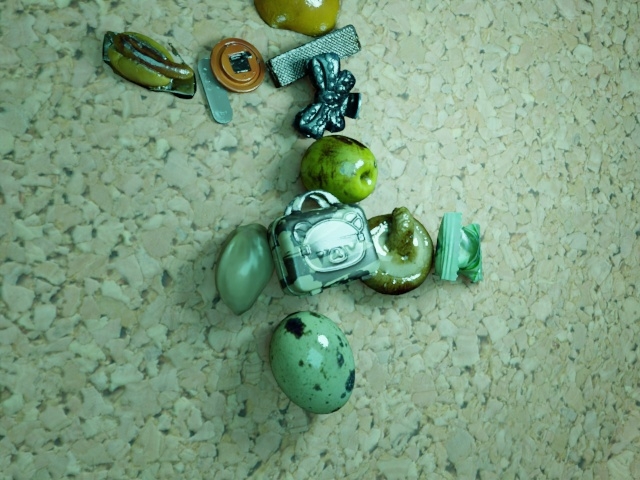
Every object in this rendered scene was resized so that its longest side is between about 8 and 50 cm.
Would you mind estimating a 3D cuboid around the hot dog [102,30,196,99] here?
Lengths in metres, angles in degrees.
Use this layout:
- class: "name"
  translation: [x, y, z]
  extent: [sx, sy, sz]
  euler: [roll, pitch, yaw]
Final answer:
- class: "hot dog"
  translation: [-0.585, -0.626, 1.445]
  extent: [0.326, 0.107, 0.194]
  euler: [9, 85, -16]

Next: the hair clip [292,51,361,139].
- class: "hair clip"
  translation: [0.030, -0.523, 1.560]
  extent: [0.206, 0.194, 0.310]
  euler: [8, 105, -24]

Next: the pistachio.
- class: "pistachio"
  translation: [-0.263, 0.099, 1.472]
  extent: [0.226, 0.208, 0.331]
  euler: [16, 89, -60]

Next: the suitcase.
- class: "suitcase"
  translation: [0.000, 0.000, 1.418]
  extent: [0.352, 0.194, 0.339]
  euler: [-14, 84, -26]

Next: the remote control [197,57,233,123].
- class: "remote control"
  translation: [-0.385, -0.547, 1.544]
  extent: [0.077, 0.022, 0.244]
  euler: [-18, 93, -14]

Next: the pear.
- class: "pear"
  translation: [0.070, -0.254, 1.530]
  extent: [0.284, 0.283, 0.283]
  euler: [1, 88, -16]

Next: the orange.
- class: "orange"
  translation: [-0.089, -0.930, 1.610]
  extent: [0.310, 0.274, 0.274]
  euler: [9, 85, 16]

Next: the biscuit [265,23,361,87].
- class: "biscuit"
  translation: [-0.022, -0.710, 1.619]
  extent: [0.388, 0.073, 0.107]
  euler: [-30, 112, -15]

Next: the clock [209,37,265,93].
- class: "clock"
  translation: [-0.301, -0.643, 1.545]
  extent: [0.205, 0.051, 0.205]
  euler: [2, 85, -23]

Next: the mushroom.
- class: "mushroom"
  translation: [0.278, 0.049, 1.626]
  extent: [0.345, 0.239, 0.345]
  euler: [1, 98, 5]

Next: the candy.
- class: "candy"
  translation: [0.577, 0.040, 1.678]
  extent: [0.398, 0.172, 0.262]
  euler: [8, 89, -47]

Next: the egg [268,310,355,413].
- class: "egg"
  translation: [-0.023, 0.428, 1.473]
  extent: [0.288, 0.287, 0.379]
  euler: [-34, 97, -15]
